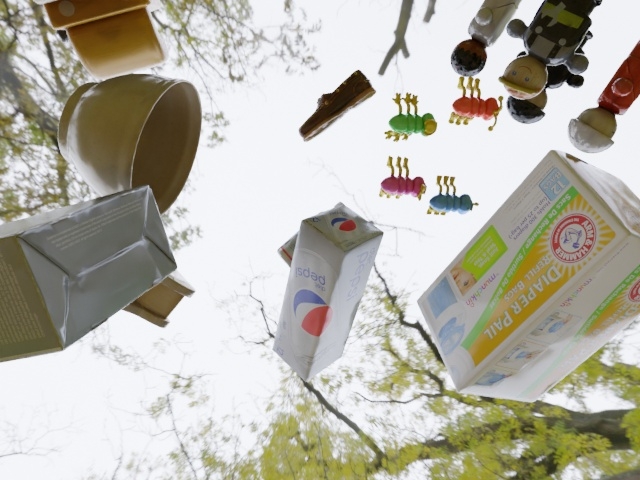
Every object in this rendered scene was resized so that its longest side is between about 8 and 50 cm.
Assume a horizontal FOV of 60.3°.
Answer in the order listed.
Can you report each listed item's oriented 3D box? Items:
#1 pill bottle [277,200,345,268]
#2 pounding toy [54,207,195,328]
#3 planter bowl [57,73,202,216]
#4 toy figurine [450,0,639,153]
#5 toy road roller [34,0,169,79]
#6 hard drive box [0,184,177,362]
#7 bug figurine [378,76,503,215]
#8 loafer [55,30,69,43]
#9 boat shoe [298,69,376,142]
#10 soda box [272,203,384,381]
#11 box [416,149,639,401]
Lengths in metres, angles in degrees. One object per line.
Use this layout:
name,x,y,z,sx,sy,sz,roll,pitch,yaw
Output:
pill bottle,0.000,0.000,1.076,0.160,0.087,0.087,-42,-98,-1
pounding toy,-0.330,0.053,0.905,0.269,0.154,0.155,41,-87,31
planter bowl,-0.217,-0.115,0.617,0.109,0.162,0.162,19,-102,6
toy figurine,0.286,-0.223,0.701,0.210,0.213,0.148,19,-68,-29
toy road roller,-0.353,-0.387,0.888,0.203,0.329,0.240,-17,-67,-2
hard drive box,-0.274,0.034,0.474,0.232,0.181,0.089,-12,-77,16
bug figurine,0.216,-0.154,1.011,0.216,0.072,0.279,0,-59,-12
loafer,-0.608,-0.597,1.359,0.078,0.080,0.220,26,-75,-10
boat shoe,0.028,-0.313,1.285,0.207,0.073,0.073,-36,-93,3
soda box,0.005,0.090,0.891,0.091,0.286,0.098,37,-140,28
box,0.199,0.040,0.496,0.103,0.203,0.114,15,-144,-28
